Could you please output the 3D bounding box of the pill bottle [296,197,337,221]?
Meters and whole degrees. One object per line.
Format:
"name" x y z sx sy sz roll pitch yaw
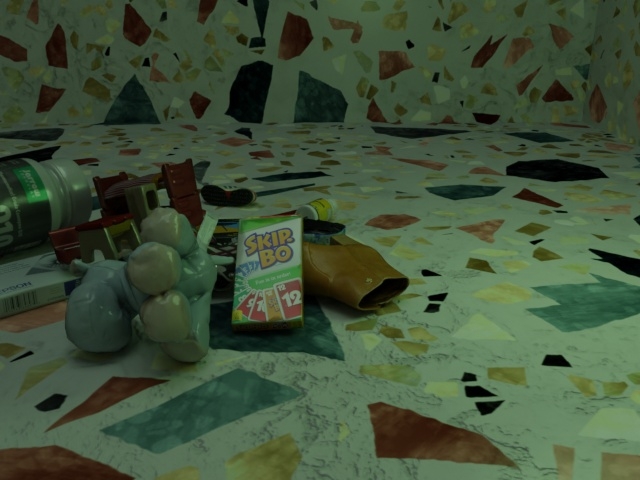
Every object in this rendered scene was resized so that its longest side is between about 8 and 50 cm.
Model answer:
"pill bottle" -0.005 -0.073 1.740 0.065 0.065 0.116 13 23 30

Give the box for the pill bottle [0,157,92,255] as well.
"pill bottle" -0.713 -0.071 1.508 0.204 0.204 0.361 16 26 37

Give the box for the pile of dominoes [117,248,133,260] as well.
"pile of dominoes" -0.327 0.085 1.373 0.195 0.040 0.251 1 28 -3

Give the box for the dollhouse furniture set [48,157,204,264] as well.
"dollhouse furniture set" -0.420 -0.063 1.412 0.201 0.152 0.374 -8 10 19

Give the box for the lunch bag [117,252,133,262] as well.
"lunch bag" -0.349 0.049 1.340 0.083 0.053 0.071 34 42 30

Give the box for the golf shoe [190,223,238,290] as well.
"golf shoe" -0.181 0.052 1.364 0.272 0.105 0.120 6 51 -33

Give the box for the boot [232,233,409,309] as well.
"boot" 0.004 0.074 1.290 0.295 0.104 0.211 -16 32 -28

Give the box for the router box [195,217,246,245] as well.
"router box" -0.240 -0.010 1.586 0.178 0.046 0.133 -2 21 -7

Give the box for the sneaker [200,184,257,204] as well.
"sneaker" -0.255 -0.126 1.915 0.161 0.057 0.075 5 4 15

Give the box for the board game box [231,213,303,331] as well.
"board game box" -0.094 0.047 1.254 0.124 0.039 0.260 -3 50 3

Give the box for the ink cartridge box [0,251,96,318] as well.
"ink cartridge box" -0.578 0.070 1.357 0.223 0.045 0.224 -18 27 -42

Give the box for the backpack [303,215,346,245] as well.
"backpack" 0.000 0.000 1.510 0.114 0.084 0.105 3 20 22

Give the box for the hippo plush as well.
"hippo plush" -0.306 0.061 1.111 0.236 0.234 0.294 -7 39 11
